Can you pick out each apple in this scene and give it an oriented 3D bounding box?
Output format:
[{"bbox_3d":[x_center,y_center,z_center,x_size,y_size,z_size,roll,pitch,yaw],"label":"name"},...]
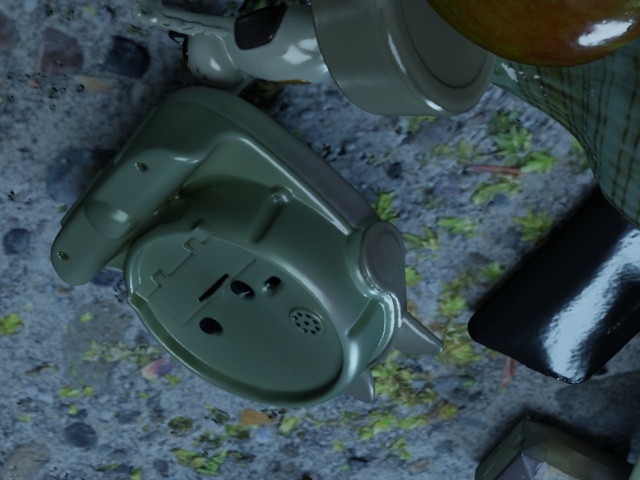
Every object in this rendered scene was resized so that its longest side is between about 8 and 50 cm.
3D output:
[{"bbox_3d":[0.169,-0.254,1.348,0.226,0.246,0.246,40,123,-12],"label":"apple"}]

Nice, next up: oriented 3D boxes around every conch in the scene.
[{"bbox_3d":[0.285,-0.097,1.536,0.386,0.169,0.203,20,110,-17],"label":"conch"}]

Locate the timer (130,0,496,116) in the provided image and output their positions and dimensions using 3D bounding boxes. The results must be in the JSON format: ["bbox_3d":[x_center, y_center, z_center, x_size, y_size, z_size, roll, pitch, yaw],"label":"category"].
[{"bbox_3d":[-0.012,-0.167,1.516,0.266,0.175,0.175,-9,133,34],"label":"timer"}]

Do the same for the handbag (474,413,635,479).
[{"bbox_3d":[0.251,0.253,1.899,0.173,0.095,0.117,26,135,-10],"label":"handbag"}]

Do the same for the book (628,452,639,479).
[{"bbox_3d":[0.465,0.250,1.858,0.379,0.031,0.264,-1,133,-19],"label":"book"}]

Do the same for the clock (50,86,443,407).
[{"bbox_3d":[-0.055,0.031,1.616,0.324,0.108,0.265,37,141,-8],"label":"clock"}]

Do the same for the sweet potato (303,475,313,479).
[{"bbox_3d":[-0.023,0.316,1.994,0.044,0.044,0.179,5,130,-2],"label":"sweet potato"}]

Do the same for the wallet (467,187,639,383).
[{"bbox_3d":[0.262,0.038,1.735,0.149,0.044,0.250,26,127,-24],"label":"wallet"}]
